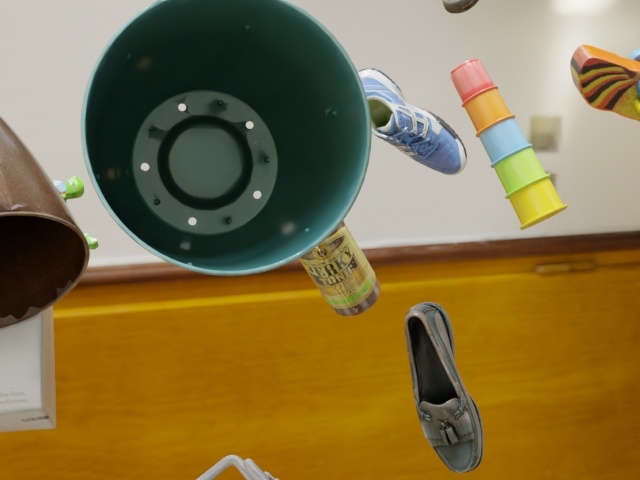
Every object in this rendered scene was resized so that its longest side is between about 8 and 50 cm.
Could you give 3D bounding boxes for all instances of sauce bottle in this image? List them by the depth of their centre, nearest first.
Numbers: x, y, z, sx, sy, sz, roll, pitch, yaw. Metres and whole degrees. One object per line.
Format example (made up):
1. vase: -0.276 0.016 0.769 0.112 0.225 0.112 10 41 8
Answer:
1. sauce bottle: 0.000 0.000 2.044 0.344 0.111 0.111 56 -178 -40

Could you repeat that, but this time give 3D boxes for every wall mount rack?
1. wall mount rack: -0.027 0.428 1.380 0.304 0.130 0.350 45 171 40

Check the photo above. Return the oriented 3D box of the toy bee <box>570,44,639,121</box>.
1. toy bee: 0.558 -0.232 1.900 0.195 0.298 0.162 -63 -13 -58

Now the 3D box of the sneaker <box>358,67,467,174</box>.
1. sneaker: 0.121 -0.159 1.633 0.080 0.211 0.081 -50 7 35

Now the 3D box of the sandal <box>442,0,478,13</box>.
1. sandal: 0.237 -0.455 1.735 0.090 0.060 0.219 14 74 51

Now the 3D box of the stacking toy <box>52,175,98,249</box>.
1. stacking toy: -0.397 -0.048 1.415 0.167 0.221 0.052 102 174 -65

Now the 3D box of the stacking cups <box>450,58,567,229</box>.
1. stacking cups: 0.337 -0.181 2.018 0.316 0.096 0.096 66 155 8

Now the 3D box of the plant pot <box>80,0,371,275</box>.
1. plant pot: -0.113 -0.103 1.227 0.235 0.293 0.293 160 106 -78

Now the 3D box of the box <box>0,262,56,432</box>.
1. box: -0.408 0.131 1.314 0.119 0.181 0.182 102 163 -68

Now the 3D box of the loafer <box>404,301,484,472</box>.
1. loafer: 0.174 0.228 1.700 0.084 0.096 0.267 -1 -105 -68

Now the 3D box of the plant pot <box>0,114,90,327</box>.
1. plant pot: -0.390 -0.050 1.229 0.230 0.215 0.215 64 150 29
